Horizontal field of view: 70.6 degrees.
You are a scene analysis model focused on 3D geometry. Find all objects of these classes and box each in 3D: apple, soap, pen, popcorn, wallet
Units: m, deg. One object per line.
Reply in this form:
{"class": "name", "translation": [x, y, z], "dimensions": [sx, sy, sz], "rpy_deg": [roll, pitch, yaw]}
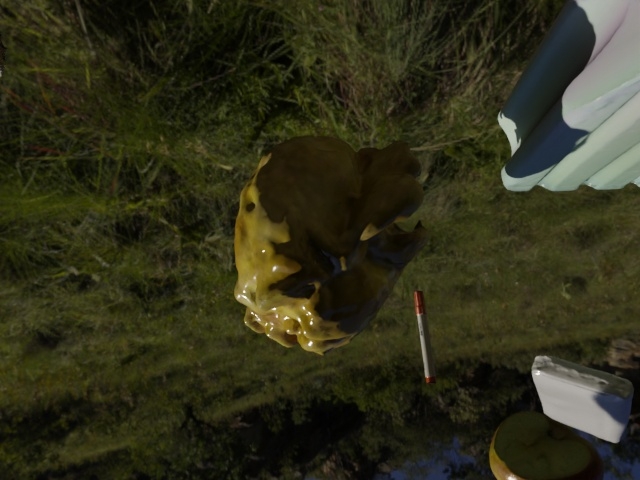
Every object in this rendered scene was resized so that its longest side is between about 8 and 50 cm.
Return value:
{"class": "apple", "translation": [0.431, 0.428, 0.872], "dimensions": [0.173, 0.160, 0.195], "rpy_deg": [-43, -149, -10]}
{"class": "soap", "translation": [0.310, -0.150, 0.410], "dimensions": [0.209, 0.114, 0.347], "rpy_deg": [-2, 168, 5]}
{"class": "pen", "translation": [0.271, 0.247, 1.172], "dimensions": [0.028, 0.238, 0.028], "rpy_deg": [-4, 161, -1]}
{"class": "popcorn", "translation": [0.001, -0.003, 0.476], "dimensions": [0.253, 0.190, 0.191], "rpy_deg": [-50, 170, -5]}
{"class": "wallet", "translation": [0.300, 0.185, 0.521], "dimensions": [0.095, 0.190, 0.033], "rpy_deg": [15, -114, 36]}

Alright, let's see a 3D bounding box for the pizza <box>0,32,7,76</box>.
{"class": "pizza", "translation": [-0.363, -0.172, 0.426], "dimensions": [0.053, 0.195, 0.185], "rpy_deg": [2, 163, -11]}
